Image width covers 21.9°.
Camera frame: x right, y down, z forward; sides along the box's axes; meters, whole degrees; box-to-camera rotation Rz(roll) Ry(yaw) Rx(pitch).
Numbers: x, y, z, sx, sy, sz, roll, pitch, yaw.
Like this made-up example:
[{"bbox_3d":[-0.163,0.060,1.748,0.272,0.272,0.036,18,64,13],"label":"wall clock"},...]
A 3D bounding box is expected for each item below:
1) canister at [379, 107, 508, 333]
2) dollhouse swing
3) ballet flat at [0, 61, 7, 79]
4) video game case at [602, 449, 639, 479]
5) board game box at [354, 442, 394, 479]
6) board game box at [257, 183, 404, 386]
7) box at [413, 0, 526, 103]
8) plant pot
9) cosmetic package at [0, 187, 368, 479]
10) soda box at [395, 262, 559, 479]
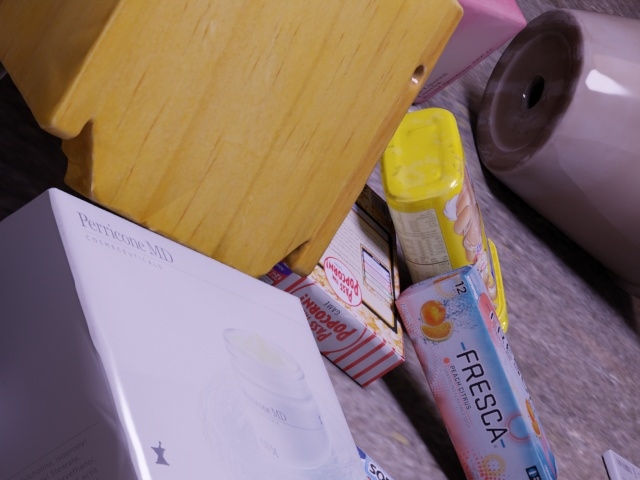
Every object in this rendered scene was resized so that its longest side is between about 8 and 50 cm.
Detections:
[{"bbox_3d":[0.100,-0.008,1.364,0.126,0.073,0.170,-92,166,-50],"label":"canister"},{"bbox_3d":[-0.120,-0.199,1.080,0.305,0.315,0.347,30,0,27],"label":"dollhouse swing"},{"bbox_3d":[-0.240,-0.131,0.970,0.342,0.116,0.124,-51,126,-64],"label":"ballet flat"},{"bbox_3d":[0.304,0.260,1.539,0.087,0.011,0.122,34,30,-38],"label":"video game case"},{"bbox_3d":[0.069,0.244,1.104,0.201,0.035,0.136,44,26,-21],"label":"board game box"},{"bbox_3d":[0.000,0.000,1.289,0.147,0.045,0.193,42,27,-26],"label":"board game box"},{"bbox_3d":[0.070,-0.233,1.598,0.232,0.149,0.126,4,55,-59],"label":"box"},{"bbox_3d":[0.333,-0.113,1.783,0.280,0.323,0.323,22,36,-24],"label":"plant pot"},{"bbox_3d":[-0.084,0.124,0.844,0.224,0.138,0.224,27,34,-54],"label":"cosmetic package"},{"bbox_3d":[0.123,0.113,1.286,0.183,0.063,0.058,68,16,-4],"label":"soda box"}]
